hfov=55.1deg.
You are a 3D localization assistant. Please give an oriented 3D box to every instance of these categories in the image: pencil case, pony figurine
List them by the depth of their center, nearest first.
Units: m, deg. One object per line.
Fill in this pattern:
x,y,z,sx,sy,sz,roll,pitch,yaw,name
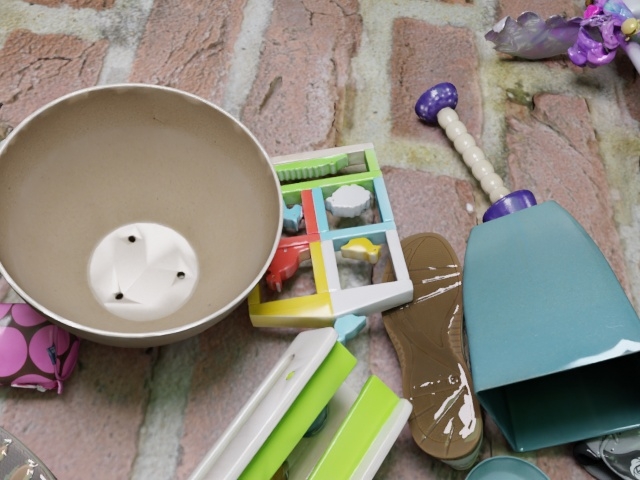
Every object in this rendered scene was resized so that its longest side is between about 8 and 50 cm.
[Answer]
-0.376,0.116,0.663,0.209,0.095,0.098,1,84,-4,pencil case
0.483,-0.342,0.963,0.351,0.303,0.363,2,49,-44,pony figurine

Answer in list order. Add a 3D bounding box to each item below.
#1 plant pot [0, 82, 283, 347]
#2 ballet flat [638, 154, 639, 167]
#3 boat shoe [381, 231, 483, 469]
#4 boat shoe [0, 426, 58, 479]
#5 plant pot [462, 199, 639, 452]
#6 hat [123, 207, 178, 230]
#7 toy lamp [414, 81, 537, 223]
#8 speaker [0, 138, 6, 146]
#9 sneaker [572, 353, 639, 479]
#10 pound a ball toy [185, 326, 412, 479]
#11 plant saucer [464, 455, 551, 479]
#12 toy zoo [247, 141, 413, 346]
-0.199,-0.002,0.682,0.284,0.191,0.284,6,63,-13,plant pot
0.581,-0.056,0.906,0.250,0.058,0.084,44,99,23,ballet flat
0.134,0.123,0.732,0.104,0.089,0.285,-11,55,17,boat shoe
-0.239,0.312,0.540,0.132,0.130,0.355,-38,71,-20,boat shoe
0.256,0.081,0.692,0.166,0.165,0.234,-20,45,20,plant pot
-0.230,-0.132,0.859,0.173,0.183,0.208,-22,108,-6,hat
0.226,-0.104,0.873,0.080,0.080,0.274,-18,61,-17,toy lamp
-0.382,-0.066,0.784,0.055,0.055,0.136,-11,61,-13,speaker
0.336,0.193,0.708,0.132,0.086,0.228,-18,64,-14,sneaker
-0.032,0.275,0.605,0.208,0.136,0.319,45,61,-10,pound a ball toy
0.206,0.297,0.665,0.119,0.021,0.119,3,60,-5,plant saucer
0.000,0.000,0.767,0.192,0.030,0.293,-9,52,0,toy zoo
